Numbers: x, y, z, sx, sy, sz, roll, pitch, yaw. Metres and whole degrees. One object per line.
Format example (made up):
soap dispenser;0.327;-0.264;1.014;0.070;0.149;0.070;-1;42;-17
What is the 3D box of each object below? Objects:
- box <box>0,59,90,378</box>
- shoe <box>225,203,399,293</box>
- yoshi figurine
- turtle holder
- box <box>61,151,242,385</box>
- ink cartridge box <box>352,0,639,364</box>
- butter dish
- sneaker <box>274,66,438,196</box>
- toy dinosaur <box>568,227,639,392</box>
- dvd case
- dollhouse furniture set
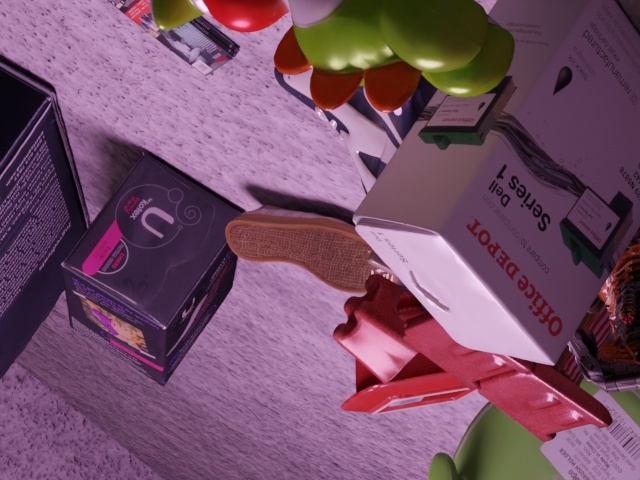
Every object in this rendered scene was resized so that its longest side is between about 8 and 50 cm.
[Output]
box;-0.563;-0.086;2.290;0.480;0.297;0.472;30;164;10
shoe;0.000;0.000;1.953;0.219;0.058;0.076;14;123;36
yoshi figurine;0.017;-0.221;1.241;0.362;0.204;0.203;36;127;40
turtle holder;0.249;0.276;1.836;0.243;0.320;0.227;17;-178;27
box;-0.194;0.039;2.183;0.143;0.165;0.270;32;162;5
ink cartridge box;0.146;-0.047;1.305;0.093;0.219;0.160;11;152;49
butter dish;0.101;0.112;1.980;0.160;0.118;0.160;-9;169;-14
sneaker;0.035;-0.102;1.492;0.153;0.094;0.235;32;144;39
toy dinosaur;0.290;0.074;1.279;0.164;0.218;0.322;76;172;-53
dvd case;-0.136;-0.198;1.724;0.119;0.013;0.087;38;161;-12
dollhouse furniture set;0.146;0.051;1.589;0.152;0.201;0.374;36;161;-9
